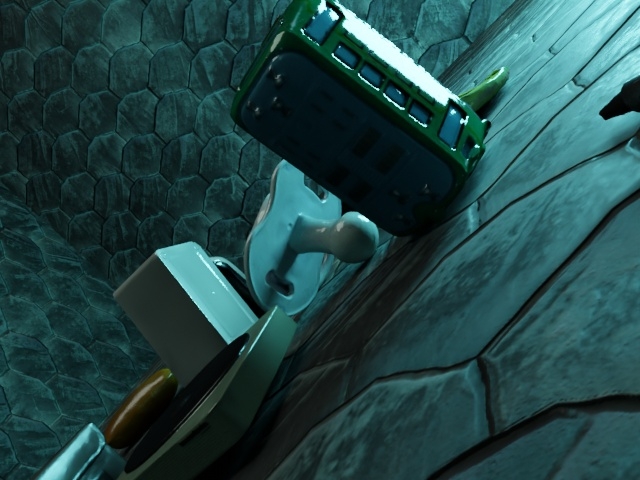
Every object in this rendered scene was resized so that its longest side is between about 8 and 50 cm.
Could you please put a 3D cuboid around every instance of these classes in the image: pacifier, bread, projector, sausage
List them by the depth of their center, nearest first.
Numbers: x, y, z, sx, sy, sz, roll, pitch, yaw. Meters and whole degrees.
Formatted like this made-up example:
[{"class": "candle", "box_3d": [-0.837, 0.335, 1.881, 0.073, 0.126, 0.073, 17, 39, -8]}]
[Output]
[{"class": "projector", "box_3d": [-0.148, 0.231, 0.783, 0.257, 0.079, 0.259, -43, 7, 23]}, {"class": "pacifier", "box_3d": [0.000, 0.000, 0.989, 0.225, 0.238, 0.287, 6, 63, 41]}, {"class": "bread", "box_3d": [0.254, -0.249, 1.201, 0.301, 0.045, 0.301, -35, 6, 4]}, {"class": "sausage", "box_3d": [-0.454, 0.427, 1.517, 0.238, 0.098, 0.098, -50, 7, -15]}]

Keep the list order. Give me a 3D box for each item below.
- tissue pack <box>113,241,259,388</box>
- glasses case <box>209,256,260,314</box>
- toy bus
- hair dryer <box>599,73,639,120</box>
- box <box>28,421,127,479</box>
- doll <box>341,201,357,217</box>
[{"class": "tissue pack", "box_3d": [-0.253, 0.142, 1.173, 0.136, 0.246, 0.159, -42, -8, 19]}, {"class": "glasses case", "box_3d": [-0.226, 0.123, 1.398, 0.122, 0.075, 0.314, -27, -28, 4]}, {"class": "toy bus", "box_3d": [0.055, -0.160, 0.801, 0.183, 0.343, 0.199, -49, 12, 38]}, {"class": "hair dryer", "box_3d": [0.294, -0.146, 0.448, 0.173, 0.050, 0.195, -44, 3, -4]}, {"class": "box", "box_3d": [-0.386, 0.421, 0.831, 0.188, 0.153, 0.252, -43, 7, 16]}, {"class": "doll", "box_3d": [0.083, -0.136, 1.354, 0.144, 0.135, 0.234, -50, 11, -15]}]
